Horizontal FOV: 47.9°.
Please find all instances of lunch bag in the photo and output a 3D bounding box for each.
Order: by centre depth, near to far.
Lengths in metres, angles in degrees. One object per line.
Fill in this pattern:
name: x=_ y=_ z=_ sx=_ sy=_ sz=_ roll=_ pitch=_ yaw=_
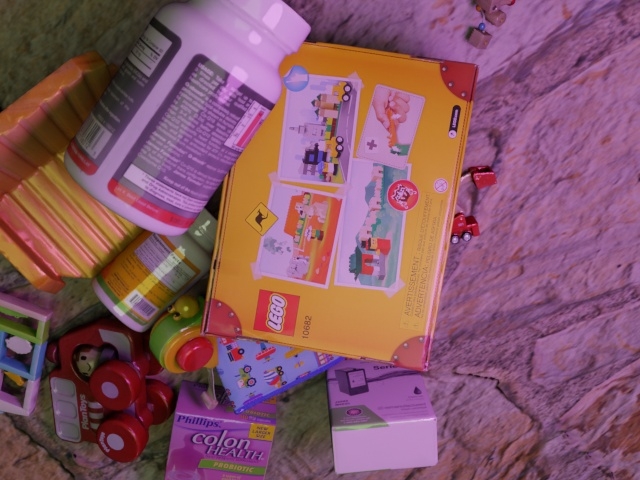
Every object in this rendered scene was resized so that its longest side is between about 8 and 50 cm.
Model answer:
lunch bag: x=-0.079 y=0.186 z=1.479 sx=0.293 sy=0.138 sz=0.221 roll=-19 pitch=110 yaw=-5

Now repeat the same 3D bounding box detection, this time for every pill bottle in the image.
pill bottle: x=-0.185 y=-0.205 z=1.038 sx=0.210 sy=0.210 sz=0.363 roll=35 pitch=98 yaw=-16
pill bottle: x=-0.285 y=0.039 z=1.329 sx=0.245 sy=0.136 sz=0.136 roll=-44 pitch=109 yaw=-3

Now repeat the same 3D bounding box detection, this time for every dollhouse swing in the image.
dollhouse swing: x=-0.390 y=-0.092 z=1.181 sx=0.347 sy=0.305 sz=0.315 roll=-41 pitch=111 yaw=-11

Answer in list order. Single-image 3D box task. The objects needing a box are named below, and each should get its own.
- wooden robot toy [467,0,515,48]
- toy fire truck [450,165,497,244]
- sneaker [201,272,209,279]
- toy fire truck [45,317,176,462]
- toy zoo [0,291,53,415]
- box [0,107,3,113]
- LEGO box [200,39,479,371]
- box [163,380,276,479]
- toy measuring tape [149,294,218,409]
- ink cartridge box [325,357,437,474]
wooden robot toy: x=0.292 y=-0.431 z=1.269 sx=0.076 sy=0.079 sz=0.173 roll=-24 pitch=143 yaw=-28
toy fire truck: x=0.257 y=-0.061 z=1.425 sx=0.192 sy=0.047 sz=0.135 roll=-15 pitch=113 yaw=4
sneaker: x=-0.324 y=0.095 z=1.448 sx=0.212 sy=0.080 sz=0.094 roll=-26 pitch=124 yaw=7
toy fire truck: x=-0.453 y=0.301 z=1.489 sx=0.253 sy=0.169 sz=0.302 roll=6 pitch=113 yaw=14
toy zoo: x=-0.668 y=0.243 z=1.488 sx=0.192 sy=0.030 sz=0.293 roll=20 pitch=111 yaw=3
box: x=-0.725 y=-0.091 z=1.330 sx=0.395 sy=0.097 sz=0.318 roll=-30 pitch=113 yaw=9
LEGO box: x=0.032 y=-0.064 z=1.221 sx=0.372 sy=0.193 sz=0.500 roll=10 pitch=93 yaw=3
box: x=-0.221 y=0.452 z=1.578 sx=0.213 sy=0.117 sz=0.243 roll=10 pitch=112 yaw=-7
toy measuring tape: x=-0.252 y=0.225 z=1.342 sx=0.121 sy=0.121 sz=0.330 roll=1 pitch=133 yaw=-4
ink cartridge box: x=0.114 y=0.336 z=1.464 sx=0.198 sy=0.273 sz=0.115 roll=-6 pitch=111 yaw=-1
